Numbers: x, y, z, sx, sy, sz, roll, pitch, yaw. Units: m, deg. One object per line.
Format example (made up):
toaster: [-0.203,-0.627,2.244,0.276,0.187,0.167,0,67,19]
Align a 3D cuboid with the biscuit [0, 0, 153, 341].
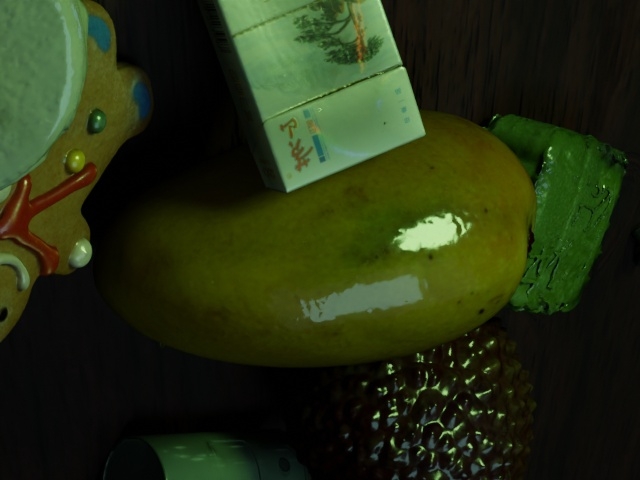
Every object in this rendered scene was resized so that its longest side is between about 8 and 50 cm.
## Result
biscuit: [-0.246,-0.039,1.605,0.324,0.049,0.205,-59,150,-16]

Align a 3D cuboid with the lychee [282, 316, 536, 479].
lychee: [0.107,0.209,2.115,0.330,0.306,0.306,-50,153,-28]

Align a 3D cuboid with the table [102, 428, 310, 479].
table: [-0.132,0.287,2.139,0.220,0.126,0.126,3,129,-42]

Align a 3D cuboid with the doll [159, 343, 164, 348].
doll: [-0.127,0.078,1.975,0.113,0.077,0.078,13,139,-8]

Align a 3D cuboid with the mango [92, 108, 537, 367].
mango: [0.000,0.000,1.790,0.445,0.300,0.232,-8,118,-15]

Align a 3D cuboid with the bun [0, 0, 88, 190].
bun: [-0.305,-0.171,1.435,0.263,0.175,0.263,-1,113,-2]

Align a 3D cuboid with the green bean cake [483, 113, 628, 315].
green bean cake: [0.243,-0.028,2.068,0.200,0.113,0.214,14,98,-53]

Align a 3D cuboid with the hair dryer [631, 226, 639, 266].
hair dryer: [0.426,0.016,2.395,0.026,0.047,0.083,-27,159,-15]

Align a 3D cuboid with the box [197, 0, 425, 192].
box: [-0.015,-0.176,1.644,0.149,0.067,0.233,-24,104,-15]
